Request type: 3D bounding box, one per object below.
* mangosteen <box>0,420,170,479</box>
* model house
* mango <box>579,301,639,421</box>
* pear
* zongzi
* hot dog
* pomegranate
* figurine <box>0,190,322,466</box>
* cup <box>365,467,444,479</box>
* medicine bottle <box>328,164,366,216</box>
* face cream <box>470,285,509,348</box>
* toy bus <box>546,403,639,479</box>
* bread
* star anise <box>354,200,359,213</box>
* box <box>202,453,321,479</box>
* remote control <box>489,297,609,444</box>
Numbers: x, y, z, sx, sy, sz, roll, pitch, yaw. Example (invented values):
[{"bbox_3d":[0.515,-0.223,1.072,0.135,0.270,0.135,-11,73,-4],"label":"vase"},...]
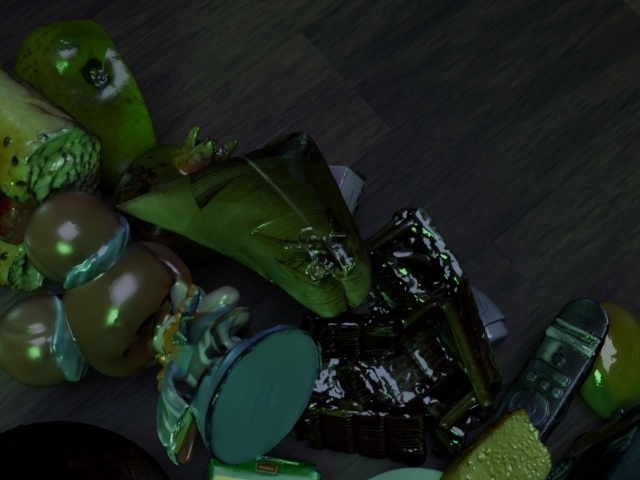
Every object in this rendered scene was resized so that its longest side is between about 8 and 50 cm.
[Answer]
[{"bbox_3d":[-0.374,0.415,1.013,0.421,0.381,0.381,-5,73,-4],"label":"mangosteen"},{"bbox_3d":[0.079,0.175,1.149,0.282,0.317,0.297,-27,60,-17],"label":"model house"},{"bbox_3d":[0.448,0.191,1.256,0.130,0.092,0.194,-21,83,-9],"label":"mango"},{"bbox_3d":[-0.377,-0.219,1.280,0.159,0.292,0.292,-29,75,-20],"label":"pear"},{"bbox_3d":[-0.105,0.002,1.058,0.300,0.145,0.274,-13,42,-7],"label":"zongzi"},{"bbox_3d":[-0.508,-0.138,1.194,0.365,0.367,0.196,42,53,14],"label":"hot dog"},{"bbox_3d":[-0.196,-0.061,1.243,0.246,0.198,0.198,-26,72,25],"label":"pomegranate"},{"bbox_3d":[-0.224,0.125,1.074,0.388,0.248,0.276,29,102,36],"label":"figurine"},{"bbox_3d":[0.117,0.493,1.079,0.347,0.163,0.347,14,53,-19],"label":"cup"},{"bbox_3d":[-0.042,-0.036,1.275,0.201,0.052,0.171,9,69,42],"label":"medicine bottle"},{"bbox_3d":[0.235,0.125,1.266,0.091,0.091,0.095,-26,67,-9],"label":"face cream"},{"bbox_3d":[0.379,0.366,1.077,0.162,0.194,0.323,50,44,9],"label":"toy bus"},{"bbox_3d":[0.245,0.307,1.118,0.187,0.065,0.103,-28,72,-35],"label":"bread"},{"bbox_3d":[0.000,0.000,1.310,0.097,0.070,0.190,14,71,-2],"label":"star anise"},{"bbox_3d":[-0.096,0.426,1.157,0.180,0.103,0.250,9,74,1],"label":"box"},{"bbox_3d":[0.342,0.208,1.221,0.090,0.066,0.266,33,92,29],"label":"remote control"}]
